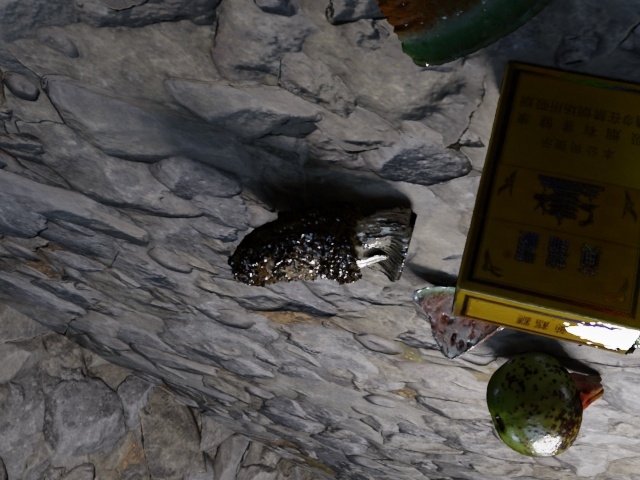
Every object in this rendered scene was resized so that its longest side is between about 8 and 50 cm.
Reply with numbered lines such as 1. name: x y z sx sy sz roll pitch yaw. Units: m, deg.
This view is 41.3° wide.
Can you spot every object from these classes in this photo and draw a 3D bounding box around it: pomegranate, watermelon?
1. pomegranate: 0.458 0.320 1.702 0.247 0.214 0.214 -12 159 -16
2. watermelon: 0.247 0.151 1.567 0.187 0.139 0.071 18 -172 -1

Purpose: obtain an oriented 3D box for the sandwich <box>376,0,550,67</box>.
1. sandwich: 0.136 -0.278 0.801 0.292 0.109 0.212 -7 145 41

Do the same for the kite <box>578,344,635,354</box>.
1. kite: 0.529 0.172 1.431 0.182 0.010 0.160 4 -170 26

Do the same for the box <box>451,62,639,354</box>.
1. box: 0.273 -0.043 0.953 0.192 0.302 0.084 12 155 12

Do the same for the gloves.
1. gloves: 0.000 0.007 1.409 0.312 0.135 0.210 -3 175 -5

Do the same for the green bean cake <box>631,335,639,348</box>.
1. green bean cake: 0.514 0.103 1.324 0.173 0.094 0.181 0 148 34
